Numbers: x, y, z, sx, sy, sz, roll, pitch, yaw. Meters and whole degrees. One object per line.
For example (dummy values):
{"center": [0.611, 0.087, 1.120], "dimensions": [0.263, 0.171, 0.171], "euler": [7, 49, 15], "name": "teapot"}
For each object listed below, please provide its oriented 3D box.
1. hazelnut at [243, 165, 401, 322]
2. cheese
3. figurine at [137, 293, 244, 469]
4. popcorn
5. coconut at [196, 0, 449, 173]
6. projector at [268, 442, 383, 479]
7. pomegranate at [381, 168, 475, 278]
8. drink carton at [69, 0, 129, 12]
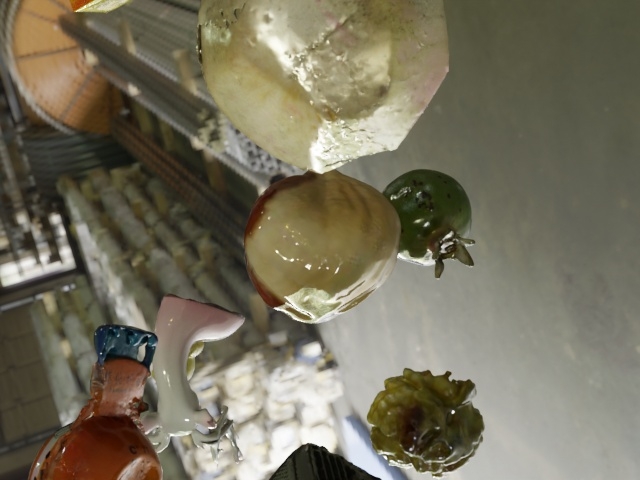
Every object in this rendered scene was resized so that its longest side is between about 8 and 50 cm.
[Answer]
{"center": [0.000, 0.000, 1.591], "dimensions": [0.261, 0.261, 0.241], "euler": [106, 169, -62], "name": "hazelnut"}
{"center": [-0.287, 0.276, 1.352], "dimensions": [0.129, 0.217, 0.329], "euler": [9, 86, 31], "name": "cheese"}
{"center": [-0.239, 0.287, 1.927], "dimensions": [0.284, 0.206, 0.315], "euler": [75, -153, -75], "name": "figurine"}
{"center": [0.193, 0.327, 1.841], "dimensions": [0.169, 0.218, 0.189], "euler": [-4, 69, 67], "name": "popcorn"}
{"center": [0.008, -0.259, 1.351], "dimensions": [0.352, 0.353, 0.352], "euler": [162, 90, -74], "name": "coconut"}
{"center": [0.038, 0.516, 1.256], "dimensions": [0.395, 0.405, 0.242], "euler": [31, -174, -8], "name": "projector"}
{"center": [0.195, -0.024, 1.804], "dimensions": [0.224, 0.182, 0.181], "euler": [-117, 17, -50], "name": "pomegranate"}
{"center": [-0.347, -0.573, 1.955], "dimensions": [0.351, 0.111, 0.154], "euler": [-18, 92, 32], "name": "drink carton"}
